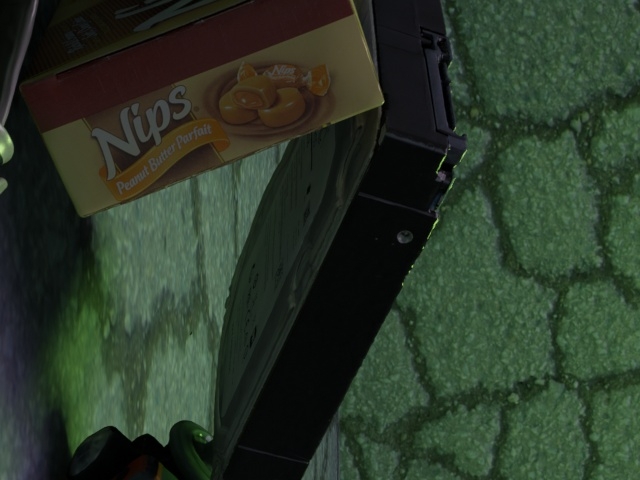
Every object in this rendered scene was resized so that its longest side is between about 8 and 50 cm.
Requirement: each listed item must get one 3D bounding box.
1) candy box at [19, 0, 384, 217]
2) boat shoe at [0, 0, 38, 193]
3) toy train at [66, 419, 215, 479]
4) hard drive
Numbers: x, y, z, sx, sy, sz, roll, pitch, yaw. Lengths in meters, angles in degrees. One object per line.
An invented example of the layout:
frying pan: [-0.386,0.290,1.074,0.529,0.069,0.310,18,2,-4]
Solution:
candy box: [-0.079,-0.133,0.776,0.316,0.182,0.088,-108,177,-67]
boat shoe: [-0.187,-0.039,0.555,0.096,0.088,0.268,82,9,-50]
toy train: [-0.066,0.283,0.901,0.334,0.142,0.190,48,13,-20]
hard drive: [0.000,0.000,0.850,0.237,0.064,0.339,-91,-159,-52]
